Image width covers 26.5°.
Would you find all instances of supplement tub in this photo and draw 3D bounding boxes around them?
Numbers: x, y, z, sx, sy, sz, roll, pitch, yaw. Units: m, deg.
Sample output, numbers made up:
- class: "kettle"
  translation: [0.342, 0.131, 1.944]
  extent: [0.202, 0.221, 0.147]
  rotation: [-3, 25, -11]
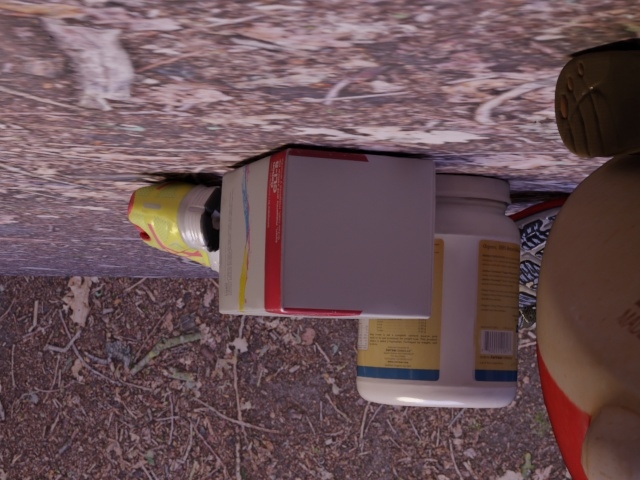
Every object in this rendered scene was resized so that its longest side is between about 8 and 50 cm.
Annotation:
- class: "supplement tub"
  translation: [0.106, 0.047, 1.215]
  extent: [0.144, 0.199, 0.144]
  rotation: [2, 176, 0]

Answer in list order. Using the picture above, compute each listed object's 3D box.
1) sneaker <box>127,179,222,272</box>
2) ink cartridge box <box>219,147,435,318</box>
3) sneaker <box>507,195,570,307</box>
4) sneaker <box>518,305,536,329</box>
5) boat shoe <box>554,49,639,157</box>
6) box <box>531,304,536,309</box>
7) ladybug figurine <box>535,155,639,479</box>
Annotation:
- class: "sneaker"
  translation: [-0.132, -0.021, 1.307]
  extent: [0.094, 0.081, 0.208]
  rotation: [8, 170, 5]
- class: "ink cartridge box"
  translation: [0.000, 0.000, 1.109]
  extent: [0.128, 0.127, 0.176]
  rotation: [3, 176, -21]
- class: "sneaker"
  translation: [0.167, 0.006, 1.383]
  extent: [0.107, 0.118, 0.279]
  rotation: [36, 135, -30]
- class: "sneaker"
  translation: [0.227, 0.051, 1.743]
  extent: [0.087, 0.130, 0.227]
  rotation: [-4, 171, 37]
- class: "boat shoe"
  translation: [0.185, -0.065, 0.626]
  extent: [0.060, 0.064, 0.178]
  rotation: [-6, -172, -29]
- class: "box"
  translation: [0.412, 0.038, 1.665]
  extent: [0.261, 0.103, 0.184]
  rotation: [2, 173, -10]
- class: "ladybug figurine"
  translation: [0.278, 0.062, 0.697]
  extent: [0.449, 0.161, 0.305]
  rotation: [-12, -139, -36]
